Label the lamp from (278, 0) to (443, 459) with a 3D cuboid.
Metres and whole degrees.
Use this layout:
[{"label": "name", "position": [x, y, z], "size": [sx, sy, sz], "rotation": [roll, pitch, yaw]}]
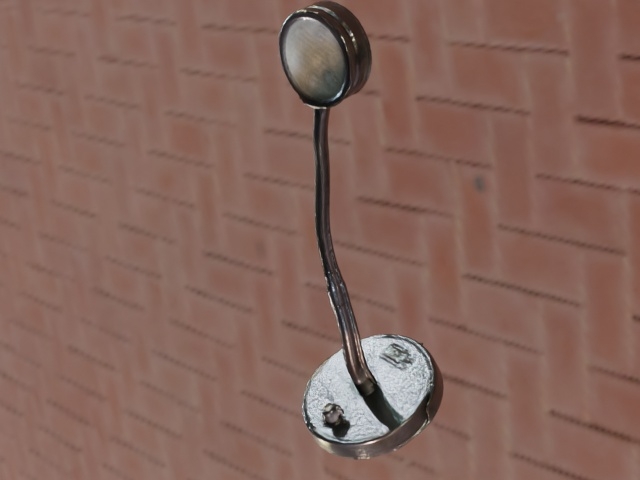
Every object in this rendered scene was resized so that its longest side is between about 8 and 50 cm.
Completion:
[{"label": "lamp", "position": [0.027, -0.014, 1.158], "size": [0.130, 0.108, 0.371], "rotation": [21, 130, 42]}]
